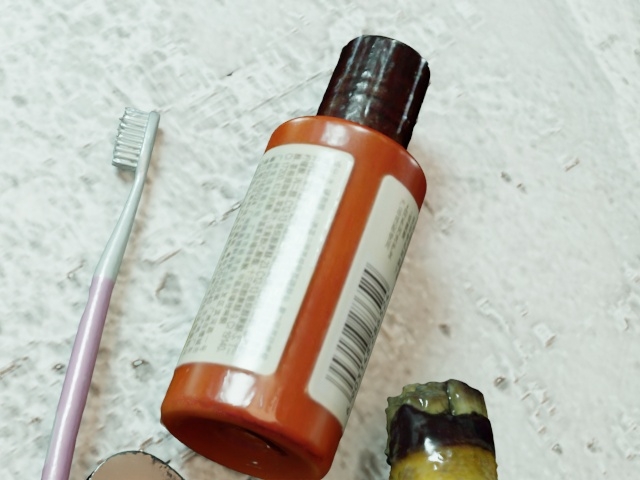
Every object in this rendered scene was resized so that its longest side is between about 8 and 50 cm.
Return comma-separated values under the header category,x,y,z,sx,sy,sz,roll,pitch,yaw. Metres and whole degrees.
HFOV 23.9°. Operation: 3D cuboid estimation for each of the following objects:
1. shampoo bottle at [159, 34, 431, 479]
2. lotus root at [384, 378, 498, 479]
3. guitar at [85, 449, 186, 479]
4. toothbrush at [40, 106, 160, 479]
category,x,y,z,sx,sy,sz,roll,pitch,yaw
shampoo bottle,0.000,0.000,0.907,0.104,0.104,0.278,26,65,-10
lotus root,0.084,0.222,0.820,0.182,0.183,0.310,-1,70,-21
guitar,-0.150,0.214,0.821,0.088,0.025,0.233,45,64,0
toothbrush,-0.133,0.043,0.880,0.025,0.020,0.286,13,62,-6
